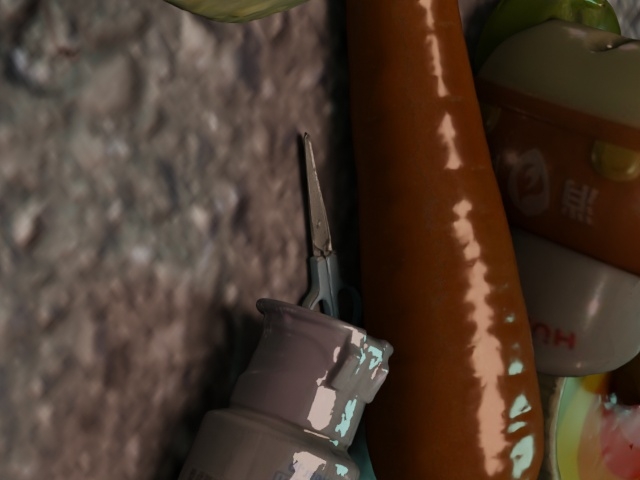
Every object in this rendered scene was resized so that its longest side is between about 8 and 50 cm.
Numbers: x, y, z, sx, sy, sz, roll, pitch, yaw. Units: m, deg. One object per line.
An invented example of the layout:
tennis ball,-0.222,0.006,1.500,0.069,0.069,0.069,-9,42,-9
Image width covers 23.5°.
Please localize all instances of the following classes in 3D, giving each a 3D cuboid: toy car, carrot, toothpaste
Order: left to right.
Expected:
toothpaste,-0.038,0.137,0.519,0.089,0.057,0.234,29,76,-43
carrot,0.039,-0.023,0.586,0.069,0.069,0.336,-9,93,-48
toy car,0.142,0.021,0.666,0.235,0.145,0.235,-19,119,-37

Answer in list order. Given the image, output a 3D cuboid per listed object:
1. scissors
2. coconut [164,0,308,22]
scissors,0.000,0.000,0.585,0.036,0.006,0.083,-22,107,-48
coconut,-0.020,-0.209,0.361,0.323,0.323,0.323,-3,93,-48
